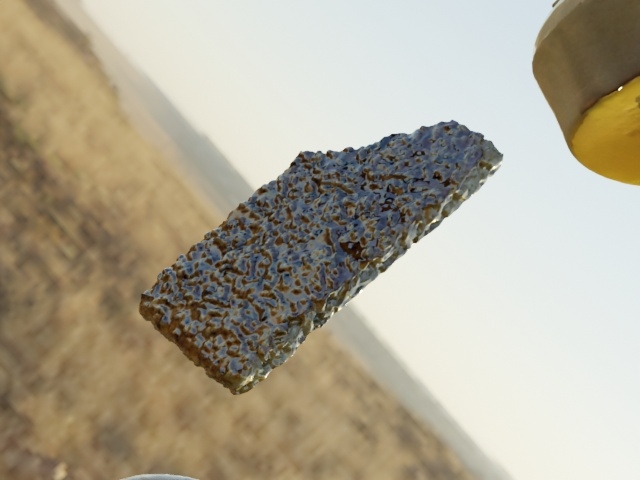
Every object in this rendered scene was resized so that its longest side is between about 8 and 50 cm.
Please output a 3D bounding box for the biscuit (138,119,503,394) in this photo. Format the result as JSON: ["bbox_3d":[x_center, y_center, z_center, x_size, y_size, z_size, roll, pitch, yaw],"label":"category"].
[{"bbox_3d":[-0.003,-0.008,1.071,0.131,0.237,0.026,36,-17,46],"label":"biscuit"}]

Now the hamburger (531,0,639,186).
[{"bbox_3d":[0.291,-0.156,1.192,0.227,0.295,0.151,19,57,-40],"label":"hamburger"}]

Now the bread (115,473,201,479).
[{"bbox_3d":[-0.107,0.392,1.137,0.348,0.253,0.376,37,-53,38],"label":"bread"}]
